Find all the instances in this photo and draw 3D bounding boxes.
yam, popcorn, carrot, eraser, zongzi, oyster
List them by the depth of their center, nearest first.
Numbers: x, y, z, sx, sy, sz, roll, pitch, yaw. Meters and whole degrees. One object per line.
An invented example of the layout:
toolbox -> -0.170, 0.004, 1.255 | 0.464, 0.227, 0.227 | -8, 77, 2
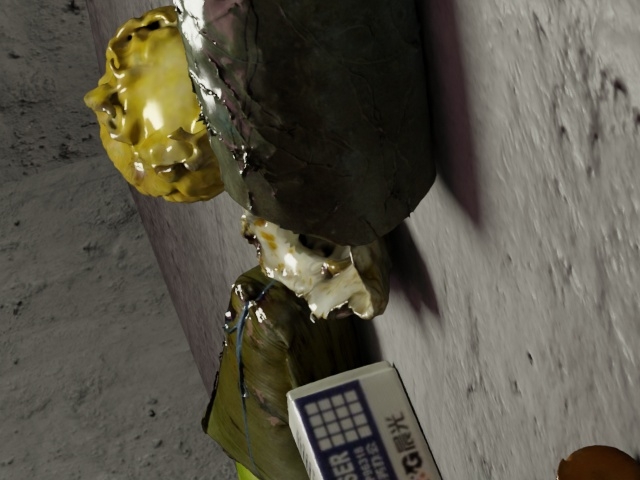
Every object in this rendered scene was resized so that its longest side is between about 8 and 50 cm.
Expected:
carrot -> 0.190, 0.227, 1.391 | 0.193, 0.087, 0.087 | 92, 158, -57
yam -> -0.013, -0.144, 1.603 | 0.202, 0.201, 0.271 | -121, 10, -57
oyster -> 0.005, 0.001, 1.958 | 0.341, 0.110, 0.166 | 160, 87, -77
eraser -> 0.064, 0.274, 2.033 | 0.081, 0.124, 0.279 | 90, 161, -62
zongzi -> 0.018, 0.216, 2.191 | 0.360, 0.160, 0.323 | 48, 152, 27
popcorn -> -0.174, -0.165, 2.349 | 0.190, 0.250, 0.250 | 22, -140, -56

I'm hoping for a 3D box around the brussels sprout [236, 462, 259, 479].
brussels sprout -> -0.027, 0.296, 2.456 | 0.223, 0.161, 0.223 | 166, 90, -74
